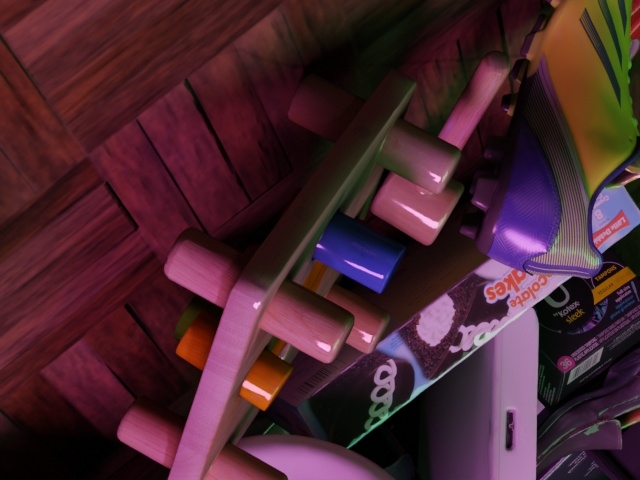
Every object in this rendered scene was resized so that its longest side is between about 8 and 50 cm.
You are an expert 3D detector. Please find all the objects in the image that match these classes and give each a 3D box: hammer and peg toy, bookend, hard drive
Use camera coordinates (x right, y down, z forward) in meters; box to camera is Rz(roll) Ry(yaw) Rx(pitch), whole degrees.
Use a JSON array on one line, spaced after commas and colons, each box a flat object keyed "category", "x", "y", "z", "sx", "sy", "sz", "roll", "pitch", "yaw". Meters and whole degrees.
[{"category": "hammer and peg toy", "x": 0.000, "y": 0.000, "z": 1.302, "sx": 0.361, "sy": 0.127, "sz": 0.266, "roll": -55, "pitch": 170, "yaw": -42}, {"category": "bookend", "x": 0.354, "y": 0.192, "z": 1.805, "sx": 0.156, "sy": 0.072, "sz": 0.157, "roll": -45, "pitch": 155, "yaw": 4}, {"category": "hard drive", "x": 0.137, "y": 0.175, "z": 1.639, "sx": 0.040, "sy": 0.203, "sz": 0.307, "roll": 3, "pitch": 171, "yaw": -8}]

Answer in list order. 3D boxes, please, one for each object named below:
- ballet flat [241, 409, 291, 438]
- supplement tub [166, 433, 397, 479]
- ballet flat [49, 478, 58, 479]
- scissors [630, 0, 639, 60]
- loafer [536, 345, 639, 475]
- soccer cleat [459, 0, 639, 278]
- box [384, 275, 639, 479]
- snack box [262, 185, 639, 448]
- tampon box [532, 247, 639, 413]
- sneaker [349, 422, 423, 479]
[{"category": "ballet flat", "x": -0.026, "y": 0.163, "z": 1.634, "sx": 0.213, "sy": 0.068, "sz": 0.072, "roll": -42, "pitch": 156, "yaw": 0}, {"category": "supplement tub", "x": -0.046, "y": 0.322, "z": 1.427, "sx": 0.241, "sy": 0.241, "sz": 0.331, "roll": -28, "pitch": 158, "yaw": -26}, {"category": "ballet flat", "x": -0.232, "y": 0.294, "z": 1.479, "sx": 0.182, "sy": 0.164, "sz": 0.483, "roll": -49, "pitch": 167, "yaw": -26}, {"category": "scissors", "x": 0.292, "y": -0.220, "z": 1.530, "sx": 0.297, "sy": 0.021, "sz": 0.109, "roll": -47, "pitch": 153, "yaw": 9}, {"category": "loafer", "x": 0.254, "y": 0.166, "z": 1.667, "sx": 0.170, "sy": 0.061, "sz": 0.062, "roll": -38, "pitch": 160, "yaw": -6}, {"category": "soccer cleat", "x": 0.195, "y": -0.094, "z": 1.352, "sx": 0.093, "sy": 0.121, "sz": 0.289, "roll": 106, "pitch": 6, "yaw": -61}, {"category": "box", "x": 0.233, "y": 0.195, "z": 1.936, "sx": 0.343, "sy": 0.179, "sz": 0.312, "roll": -47, "pitch": 154, "yaw": 12}, {"category": "snack box", "x": 0.094, "y": 0.049, "z": 1.514, "sx": 0.322, "sy": 0.060, "sz": 0.187, "roll": -36, "pitch": -166, "yaw": -11}, {"category": "tampon box", "x": 0.211, "y": 0.052, "z": 1.682, "sx": 0.120, "sy": 0.161, "sz": 0.101, "roll": -34, "pitch": 158, "yaw": -17}, {"category": "sneaker", "x": 0.052, "y": 0.284, "z": 1.647, "sx": 0.131, "sy": 0.350, "sz": 0.148, "roll": -7, "pitch": 137, "yaw": -20}]
